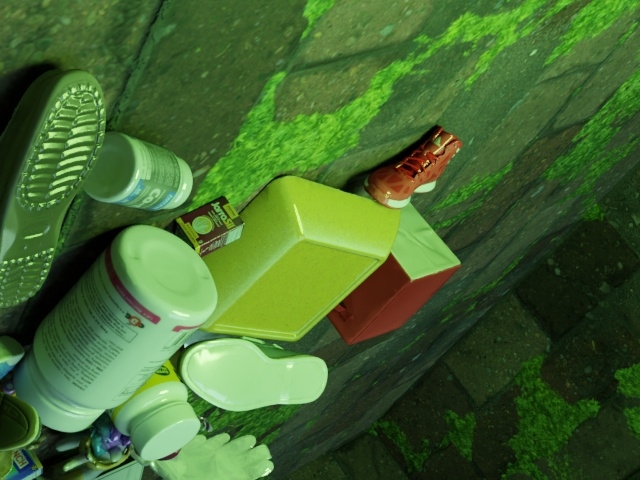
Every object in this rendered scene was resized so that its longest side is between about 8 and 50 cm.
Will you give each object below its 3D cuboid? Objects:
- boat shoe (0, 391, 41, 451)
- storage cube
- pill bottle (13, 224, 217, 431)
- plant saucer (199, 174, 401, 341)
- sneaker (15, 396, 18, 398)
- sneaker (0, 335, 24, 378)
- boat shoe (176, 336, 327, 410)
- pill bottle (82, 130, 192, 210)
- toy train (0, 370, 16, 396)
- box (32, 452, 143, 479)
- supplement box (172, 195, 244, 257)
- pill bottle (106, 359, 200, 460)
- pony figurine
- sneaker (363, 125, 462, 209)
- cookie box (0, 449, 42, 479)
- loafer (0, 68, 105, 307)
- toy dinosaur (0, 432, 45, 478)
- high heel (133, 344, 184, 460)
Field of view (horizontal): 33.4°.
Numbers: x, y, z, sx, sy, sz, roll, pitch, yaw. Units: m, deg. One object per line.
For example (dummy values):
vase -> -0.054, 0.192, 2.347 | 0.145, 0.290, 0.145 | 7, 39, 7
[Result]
boat shoe -> -0.457, 0.239, 1.387 | 0.224, 0.080, 0.073 | -3, 161, 14
storage cube -> 0.106, 0.049, 1.975 | 0.215, 0.183, 0.193 | -13, 150, -52
pill bottle -> -0.282, 0.124, 1.433 | 0.283, 0.160, 0.160 | -45, 162, 25
plant saucer -> -0.051, 0.057, 1.729 | 0.333, 0.081, 0.333 | -44, 149, 23
sneaker -> -0.487, 0.249, 1.556 | 0.135, 0.052, 0.058 | -23, 152, -43
sneaker -> -0.457, 0.171, 1.384 | 0.084, 0.058, 0.152 | -50, 167, 14
boat shoe -> -0.127, 0.217, 1.784 | 0.319, 0.099, 0.116 | 12, 91, -46
pill bottle -> -0.203, -0.074, 1.196 | 0.078, 0.078, 0.137 | -41, 163, 14
toy train -> -0.448, 0.219, 1.519 | 0.125, 0.046, 0.166 | -50, 169, 29
box -> -0.482, 0.513, 2.085 | 0.290, 0.087, 0.169 | -11, 122, -58
supplement box -> -0.156, -0.016, 1.489 | 0.083, 0.055, 0.043 | -29, 162, -27
pill bottle -> -0.272, 0.215, 1.591 | 0.119, 0.208, 0.119 | -29, 153, -16
pony figurine -> -0.299, 0.335, 1.863 | 0.351, 0.302, 0.363 | -19, 173, -24
sneaker -> 0.159, -0.135, 1.792 | 0.128, 0.087, 0.221 | -57, 168, 29
cookie box -> -0.518, 0.361, 1.723 | 0.107, 0.092, 0.040 | -29, 165, -28
loafer -> -0.296, -0.058, 1.045 | 0.102, 0.092, 0.268 | -13, 136, -57
toy dinosaur -> -0.518, 0.333, 1.641 | 0.183, 0.092, 0.053 | -35, 163, -7
high heel -> -0.238, 0.224, 1.683 | 0.082, 0.244, 0.117 | 25, 156, -30
